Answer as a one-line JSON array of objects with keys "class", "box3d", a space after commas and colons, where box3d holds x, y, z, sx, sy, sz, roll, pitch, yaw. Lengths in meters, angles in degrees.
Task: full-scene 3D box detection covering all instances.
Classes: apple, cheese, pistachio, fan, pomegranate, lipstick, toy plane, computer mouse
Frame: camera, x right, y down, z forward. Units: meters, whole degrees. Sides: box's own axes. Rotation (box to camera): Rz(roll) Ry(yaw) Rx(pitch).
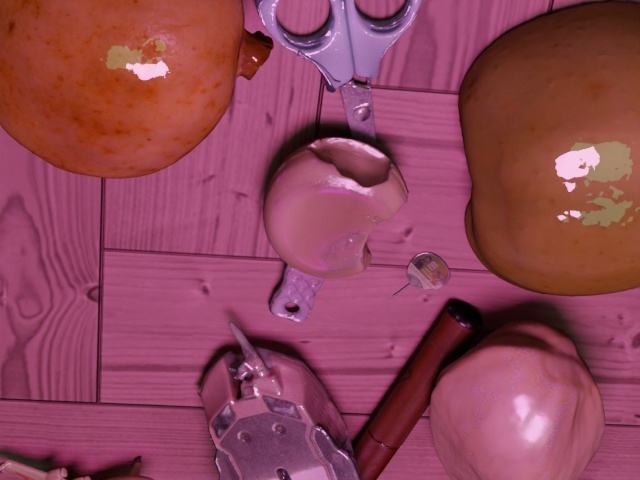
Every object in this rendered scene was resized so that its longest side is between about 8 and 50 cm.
[{"class": "apple", "box3d": [0.350, -0.098, 1.438, 0.360, 0.312, 0.320, -8, 167, 2]}, {"class": "cheese", "box3d": [0.000, 0.000, 1.473, 0.163, 0.082, 0.286, 15, 132, -5]}, {"class": "pistachio", "box3d": [0.256, 0.243, 1.579, 0.226, 0.208, 0.332, 3, 140, 6]}, {"class": "fan", "box3d": [0.128, 0.042, 1.555, 0.080, 0.003, 0.060, -12, 122, 2]}, {"class": "pomegranate", "box3d": [-0.217, -0.212, 1.216, 0.307, 0.307, 0.307, -2, 122, -4]}, {"class": "lipstick", "box3d": [0.112, 0.231, 1.642, 0.057, 0.057, 0.357, 21, 118, -17]}, {"class": "toy plane", "box3d": [-0.335, 0.373, 1.665, 0.256, 0.104, 0.242, -27, 118, 11]}, {"class": "computer mouse", "box3d": [-0.052, 0.264, 1.621, 0.199, 0.115, 0.389, -16, 110, 17]}]

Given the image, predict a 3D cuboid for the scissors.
[{"class": "scissors", "box3d": [0.042, -0.174, 1.396, 0.191, 0.029, 0.360, -11, 122, 0]}]
